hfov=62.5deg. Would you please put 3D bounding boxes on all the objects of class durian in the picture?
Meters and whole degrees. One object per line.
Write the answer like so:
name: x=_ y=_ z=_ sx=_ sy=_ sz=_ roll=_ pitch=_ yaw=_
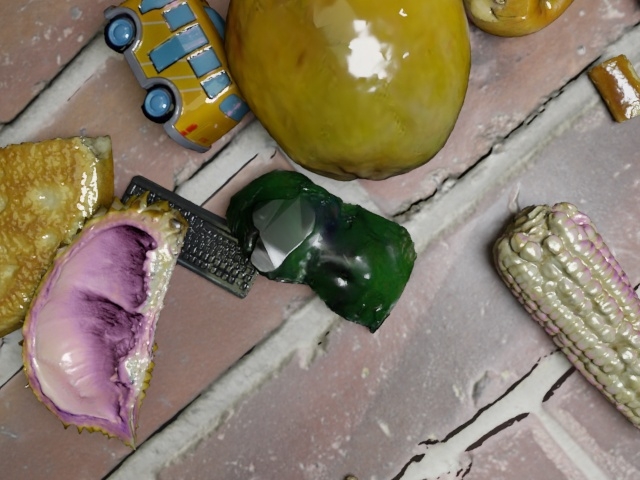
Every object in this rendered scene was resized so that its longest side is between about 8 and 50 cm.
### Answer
durian: x=-0.286 y=0.093 z=0.716 sx=0.191 sy=0.112 sz=0.341 roll=15 pitch=96 yaw=9

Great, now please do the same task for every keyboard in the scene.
keyboard: x=-0.188 y=-0.006 z=0.750 sx=0.230 sy=0.025 sz=0.094 roll=27 pitch=91 yaw=6

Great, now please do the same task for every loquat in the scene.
loquat: x=0.033 y=-0.207 z=0.607 sx=0.276 sy=0.276 sz=0.284 roll=-12 pitch=92 yaw=7

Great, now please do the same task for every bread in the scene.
bread: x=0.380 y=-0.192 z=0.669 sx=0.047 sy=0.036 sz=0.083 roll=-29 pitch=89 yaw=15

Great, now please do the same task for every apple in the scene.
apple: x=0.243 y=-0.318 z=0.628 sx=0.146 sy=0.146 sz=0.146 roll=0 pitch=91 yaw=7

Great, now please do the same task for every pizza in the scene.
pizza: x=-0.403 y=-0.001 z=0.748 sx=0.258 sy=0.087 sz=0.268 roll=-10 pitch=91 yaw=4

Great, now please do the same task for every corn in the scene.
corn: x=0.339 y=0.104 z=0.642 sx=0.126 sy=0.126 sz=0.335 roll=-35 pitch=90 yaw=6

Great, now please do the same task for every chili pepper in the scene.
chili pepper: x=-0.003 y=-0.002 z=0.680 sx=0.264 sy=0.116 sz=0.148 roll=33 pitch=92 yaw=5

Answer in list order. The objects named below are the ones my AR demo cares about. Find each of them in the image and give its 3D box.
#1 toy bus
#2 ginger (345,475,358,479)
toy bus: x=-0.173 y=-0.234 z=0.689 sx=0.136 sy=0.126 sz=0.209 roll=-31 pitch=84 yaw=10
ginger: x=0.028 y=0.369 z=0.726 sx=0.048 sy=0.030 sz=0.097 roll=5 pitch=94 yaw=-20
